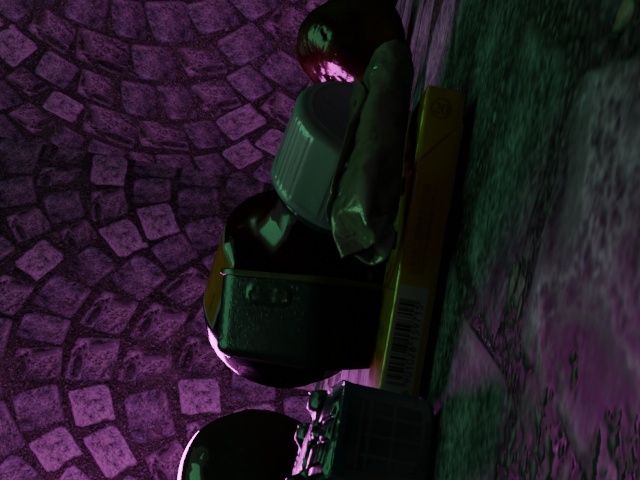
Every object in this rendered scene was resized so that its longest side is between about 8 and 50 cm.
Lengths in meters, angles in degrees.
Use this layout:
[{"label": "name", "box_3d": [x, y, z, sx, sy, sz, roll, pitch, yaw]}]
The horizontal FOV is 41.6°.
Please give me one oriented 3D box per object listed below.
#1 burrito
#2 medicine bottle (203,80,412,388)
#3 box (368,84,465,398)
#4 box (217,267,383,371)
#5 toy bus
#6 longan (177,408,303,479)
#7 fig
[{"label": "burrito", "box_3d": [0.045, -0.076, 0.737, 0.087, 0.060, 0.226, 108, 174, -49]}, {"label": "medicine bottle", "box_3d": [0.000, 0.000, 1.089, 0.242, 0.243, 0.395, -81, 15, -47]}, {"label": "box", "box_3d": [0.085, 0.007, 0.768, 0.152, 0.044, 0.269, 122, 158, -89]}, {"label": "box", "box_3d": [-0.006, 0.083, 0.876, 0.201, 0.145, 0.090, 12, -97, -62]}, {"label": "toy bus", "box_3d": [0.021, 0.195, 0.722, 0.261, 0.109, 0.091, 105, 176, -65]}, {"label": "longan", "box_3d": [-0.077, 0.393, 1.246, 0.243, 0.300, 0.300, -31, 30, 29]}, {"label": "fig", "box_3d": [0.106, -0.417, 1.637, 0.321, 0.217, 0.217, -51, -9, -18]}]
